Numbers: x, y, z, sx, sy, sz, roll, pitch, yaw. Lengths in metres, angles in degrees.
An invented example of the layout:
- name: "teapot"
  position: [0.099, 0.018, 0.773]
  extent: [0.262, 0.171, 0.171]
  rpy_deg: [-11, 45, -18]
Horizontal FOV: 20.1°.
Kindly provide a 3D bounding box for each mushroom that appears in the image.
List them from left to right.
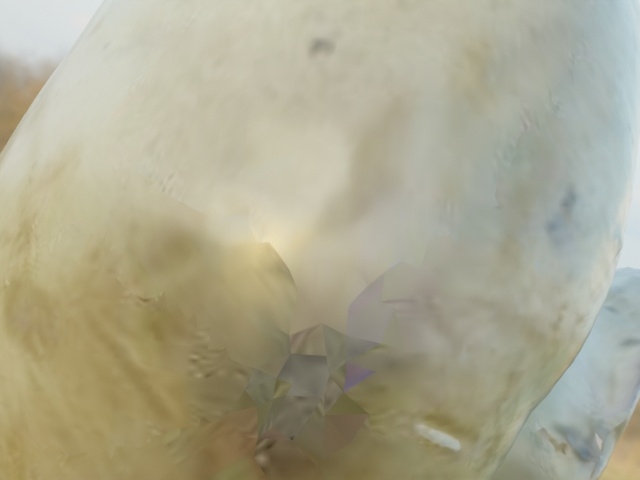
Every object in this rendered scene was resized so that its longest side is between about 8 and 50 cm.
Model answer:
- name: "mushroom"
  position: [0.000, 0.000, 0.502]
  extent: [0.184, 0.255, 0.255]
  rpy_deg: [27, 0, 0]
